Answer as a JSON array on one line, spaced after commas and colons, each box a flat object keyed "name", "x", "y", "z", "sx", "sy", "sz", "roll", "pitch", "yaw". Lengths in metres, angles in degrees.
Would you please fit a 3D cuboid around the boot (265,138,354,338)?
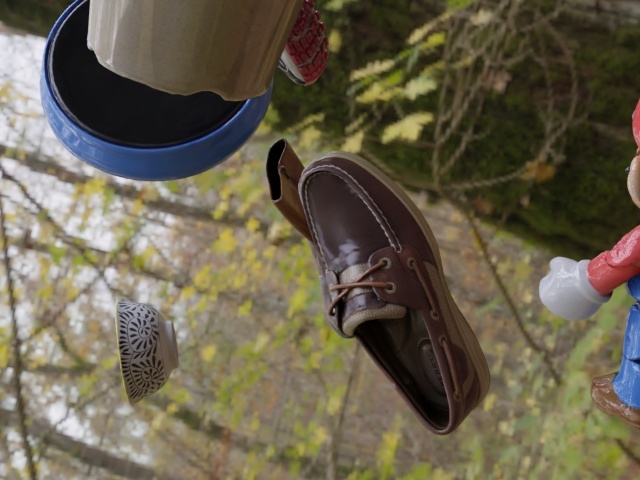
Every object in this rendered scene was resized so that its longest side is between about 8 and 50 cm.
[{"name": "boot", "x": 0.000, "y": 0.000, "z": 1.923, "sx": 0.280, "sy": 0.096, "sz": 0.264, "roll": 53, "pitch": -150, "yaw": -48}]

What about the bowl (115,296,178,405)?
[{"name": "bowl", "x": -0.263, "y": 0.166, "z": 1.752, "sx": 0.170, "sy": 0.080, "sz": 0.170, "roll": 173, "pitch": 90, "yaw": -86}]

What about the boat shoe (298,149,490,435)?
[{"name": "boat shoe", "x": 0.071, "y": 0.061, "z": 1.262, "sx": 0.342, "sy": 0.123, "sz": 0.123, "roll": 63, "pitch": -152, "yaw": -4}]

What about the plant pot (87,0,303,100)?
[{"name": "plant pot", "x": -0.128, "y": -0.337, "z": 1.298, "sx": 0.334, "sy": 0.334, "sz": 0.305, "roll": -75, "pitch": 1, "yaw": -67}]

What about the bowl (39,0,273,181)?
[{"name": "bowl", "x": -0.276, "y": -0.284, "z": 1.896, "sx": 0.077, "sy": 0.391, "sz": 0.391, "roll": 95, "pitch": -172, "yaw": -63}]

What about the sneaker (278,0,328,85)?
[{"name": "sneaker", "x": -0.104, "y": -0.352, "z": 1.687, "sx": 0.112, "sy": 0.299, "sz": 0.121, "roll": -35, "pitch": 8, "yaw": 42}]

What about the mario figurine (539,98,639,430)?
[{"name": "mario figurine", "x": 0.316, "y": -0.004, "z": 1.020, "sx": 0.198, "sy": 0.170, "sz": 0.320, "roll": -17, "pitch": -64, "yaw": -46}]
